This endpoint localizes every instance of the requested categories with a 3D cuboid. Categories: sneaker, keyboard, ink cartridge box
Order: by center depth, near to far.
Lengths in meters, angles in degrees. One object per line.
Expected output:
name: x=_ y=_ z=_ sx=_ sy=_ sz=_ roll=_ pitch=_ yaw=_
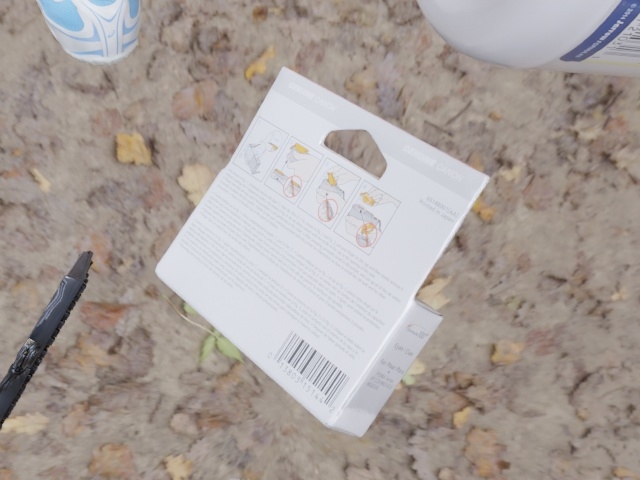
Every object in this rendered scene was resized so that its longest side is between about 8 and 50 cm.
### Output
sneaker: x=-0.210 y=-0.232 z=0.794 sx=0.085 sy=0.086 sz=0.237 roll=-13 pitch=43 yaw=-27
keyboard: x=-0.254 y=0.098 z=0.845 sx=0.023 sy=0.108 sz=0.180 roll=30 pitch=105 yaw=-10
ink cartridge box: x=0.000 y=0.000 z=0.930 sx=0.296 sy=0.066 sz=0.261 roll=35 pitch=93 yaw=39

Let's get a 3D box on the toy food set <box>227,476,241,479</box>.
toy food set: x=-0.032 y=0.365 z=0.925 sx=0.306 sy=0.092 sz=0.220 roll=22 pitch=37 yaw=27

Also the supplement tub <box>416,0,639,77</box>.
supplement tub: x=0.230 y=-0.202 z=0.516 sx=0.325 sy=0.235 sz=0.235 roll=0 pitch=79 yaw=-21
